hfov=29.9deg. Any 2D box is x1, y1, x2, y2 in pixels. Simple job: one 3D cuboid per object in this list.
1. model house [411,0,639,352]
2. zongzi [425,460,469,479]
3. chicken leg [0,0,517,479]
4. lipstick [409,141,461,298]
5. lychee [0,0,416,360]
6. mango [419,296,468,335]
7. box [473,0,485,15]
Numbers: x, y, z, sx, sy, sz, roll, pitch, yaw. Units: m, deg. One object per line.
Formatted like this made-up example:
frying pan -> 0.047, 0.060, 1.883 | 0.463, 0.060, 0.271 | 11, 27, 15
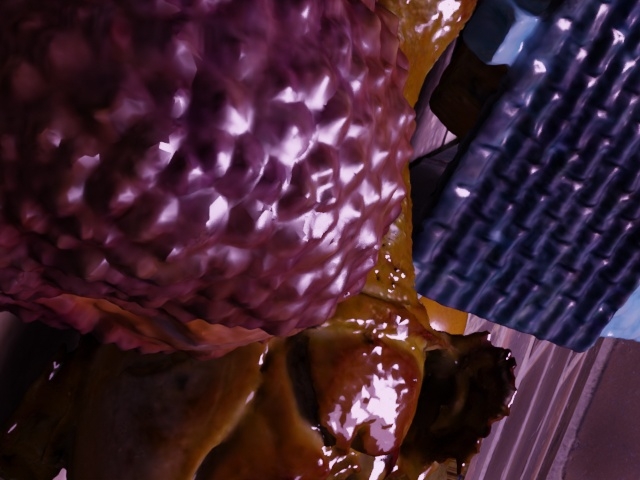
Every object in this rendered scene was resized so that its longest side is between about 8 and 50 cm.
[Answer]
model house -> 0.136, -0.069, 0.760 | 0.241, 0.226, 0.261 | -1, 130, -41
zongzi -> 0.052, 0.207, 1.091 | 0.260, 0.123, 0.289 | -67, 157, -5
chicken leg -> 0.008, 0.012, 0.587 | 0.361, 0.211, 0.140 | -58, -172, -10
lipstick -> 0.094, -0.018, 0.971 | 0.290, 0.076, 0.077 | -31, 144, -58
lychee -> -0.054, -0.053, 0.412 | 0.188, 0.188, 0.188 | -52, 157, -32
mango -> 0.083, 0.063, 1.027 | 0.111, 0.089, 0.163 | -59, 174, 19
box -> 0.252, -0.198, 0.993 | 0.252, 0.188, 0.153 | -38, 147, -56
